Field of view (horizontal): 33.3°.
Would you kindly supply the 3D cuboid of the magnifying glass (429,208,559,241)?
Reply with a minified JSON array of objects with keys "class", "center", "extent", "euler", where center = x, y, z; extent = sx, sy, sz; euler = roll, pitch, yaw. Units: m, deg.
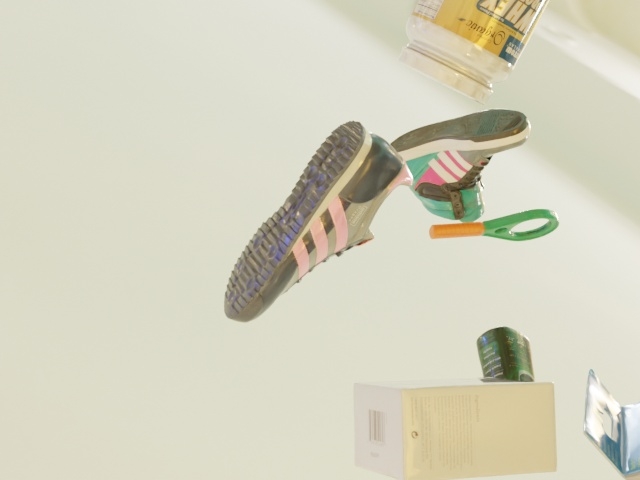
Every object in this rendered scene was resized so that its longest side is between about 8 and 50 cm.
[{"class":"magnifying glass","center":[0.300,-0.023,1.841],"extent":[0.231,0.092,0.026],"euler":[-5,-114,-14]}]

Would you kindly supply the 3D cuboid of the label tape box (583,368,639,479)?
[{"class":"label tape box","center":[0.499,0.294,1.363],"extent":[0.347,0.115,0.249],"euler":[45,-162,3]}]

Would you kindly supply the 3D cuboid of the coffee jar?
[{"class":"coffee jar","center":[0.327,0.246,1.843],"extent":[0.096,0.079,0.184],"euler":[29,-139,-32]}]

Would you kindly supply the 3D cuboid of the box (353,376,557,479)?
[{"class":"box","center":[0.135,0.190,1.094],"extent":[0.171,0.091,0.130],"euler":[1,175,-19]}]

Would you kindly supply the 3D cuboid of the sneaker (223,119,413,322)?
[{"class":"sneaker","center":[0.000,0.000,1.424],"extent":[0.131,0.319,0.112],"euler":[30,-162,-31]}]

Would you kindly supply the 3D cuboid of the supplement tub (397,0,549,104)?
[{"class":"supplement tub","center":[0.193,-0.281,1.301],"extent":[0.144,0.199,0.144],"euler":[26,-171,-5]}]

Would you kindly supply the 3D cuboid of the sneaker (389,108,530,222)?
[{"class":"sneaker","center":[0.269,-0.122,1.911],"extent":[0.124,0.296,0.178],"euler":[-47,-63,-37]}]
